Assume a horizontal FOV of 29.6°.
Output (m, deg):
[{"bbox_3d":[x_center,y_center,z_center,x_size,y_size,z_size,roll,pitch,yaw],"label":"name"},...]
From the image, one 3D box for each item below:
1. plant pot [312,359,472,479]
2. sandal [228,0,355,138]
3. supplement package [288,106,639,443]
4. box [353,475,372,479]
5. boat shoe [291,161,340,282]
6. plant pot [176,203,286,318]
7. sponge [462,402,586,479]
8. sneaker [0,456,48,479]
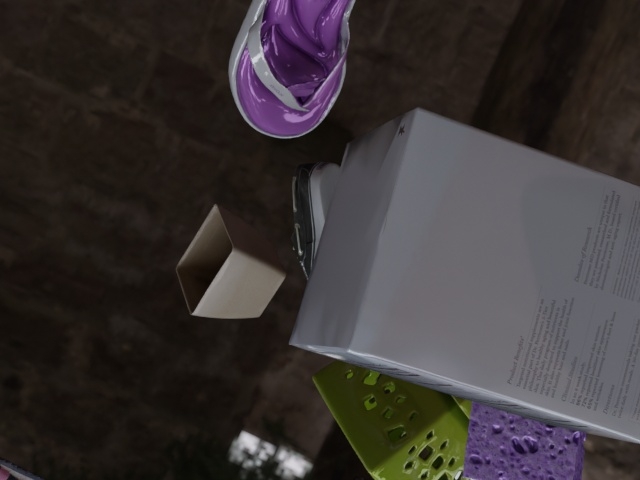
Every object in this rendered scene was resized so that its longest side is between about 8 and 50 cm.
[{"bbox_3d":[0.155,0.280,1.937,0.227,0.207,0.228,54,-179,44],"label":"plant pot"},{"bbox_3d":[-0.028,-0.257,1.617,0.169,0.416,0.102,-4,-125,-13],"label":"sandal"},{"bbox_3d":[0.142,0.034,1.028,0.262,0.199,0.198,18,172,-13],"label":"supplement package"},{"bbox_3d":[0.051,0.326,1.394,0.052,0.083,0.062,13,-160,11],"label":"box"},{"bbox_3d":[0.000,0.000,1.688,0.070,0.219,0.077,2,-172,41],"label":"boat shoe"},{"bbox_3d":[-0.108,0.038,1.537,0.096,0.109,0.109,22,-157,-30],"label":"plant pot"},{"bbox_3d":[0.211,0.141,1.205,0.117,0.210,0.031,6,179,31],"label":"sponge"},{"bbox_3d":[-0.437,0.333,1.524,0.112,0.131,0.319,0,150,47],"label":"sneaker"}]
